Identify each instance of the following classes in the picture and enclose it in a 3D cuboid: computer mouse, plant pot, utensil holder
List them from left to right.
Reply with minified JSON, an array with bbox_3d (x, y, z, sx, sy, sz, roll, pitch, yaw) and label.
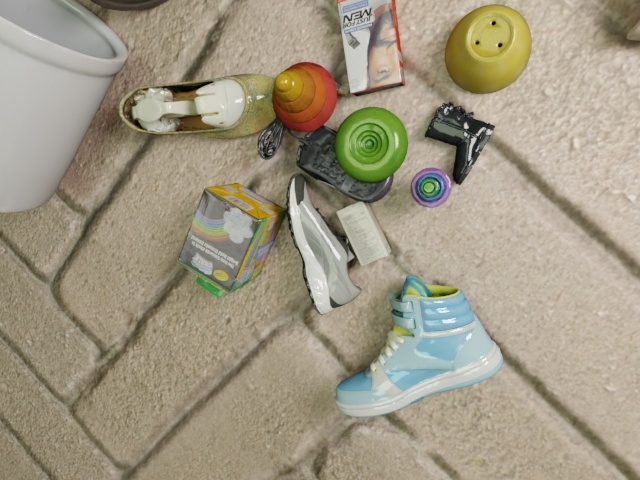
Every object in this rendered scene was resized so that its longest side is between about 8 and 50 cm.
[{"bbox_3d":[-0.624,-0.296,0.848,0.327,0.327,0.385,43,114,6],"label":"utensil holder"},{"bbox_3d":[0.030,-0.189,0.790,0.261,0.060,0.184,25,92,10],"label":"computer mouse"},{"bbox_3d":[0.260,-0.303,0.662,0.134,0.095,0.134,4,102,19],"label":"plant pot"}]

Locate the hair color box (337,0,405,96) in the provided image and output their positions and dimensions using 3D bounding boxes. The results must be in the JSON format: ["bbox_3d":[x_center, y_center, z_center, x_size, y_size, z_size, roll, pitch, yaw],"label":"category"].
[{"bbox_3d":[0.088,-0.345,0.734,0.093,0.053,0.167,-7,100,20],"label":"hair color box"}]

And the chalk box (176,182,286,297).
[{"bbox_3d":[-0.183,0.011,0.858,0.132,0.132,0.213,30,110,10],"label":"chalk box"}]

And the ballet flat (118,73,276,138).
[{"bbox_3d":[-0.239,-0.258,0.830,0.348,0.123,0.123,1,101,18],"label":"ballet flat"}]

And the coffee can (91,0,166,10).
[{"bbox_3d":[-0.376,-0.599,0.759,0.201,0.201,0.276,-20,94,21],"label":"coffee can"}]

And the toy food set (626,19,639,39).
[{"bbox_3d":[0.549,-0.426,0.555,0.219,0.092,0.307,4,104,6],"label":"toy food set"}]

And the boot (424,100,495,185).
[{"bbox_3d":[0.226,-0.168,0.728,0.099,0.045,0.121,28,101,9],"label":"boot"}]

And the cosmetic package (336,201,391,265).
[{"bbox_3d":[0.083,-0.017,0.808,0.060,0.041,0.115,-23,93,22],"label":"cosmetic package"}]

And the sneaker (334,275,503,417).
[{"bbox_3d":[0.142,0.184,0.788,0.318,0.127,0.208,-25,94,12],"label":"sneaker"}]

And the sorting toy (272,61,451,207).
[{"bbox_3d":[0.052,-0.173,0.684,0.365,0.126,0.127,38,104,9],"label":"sorting toy"}]

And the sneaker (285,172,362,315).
[{"bbox_3d":[0.000,0.000,0.823,0.107,0.100,0.272,-18,92,-3],"label":"sneaker"}]
